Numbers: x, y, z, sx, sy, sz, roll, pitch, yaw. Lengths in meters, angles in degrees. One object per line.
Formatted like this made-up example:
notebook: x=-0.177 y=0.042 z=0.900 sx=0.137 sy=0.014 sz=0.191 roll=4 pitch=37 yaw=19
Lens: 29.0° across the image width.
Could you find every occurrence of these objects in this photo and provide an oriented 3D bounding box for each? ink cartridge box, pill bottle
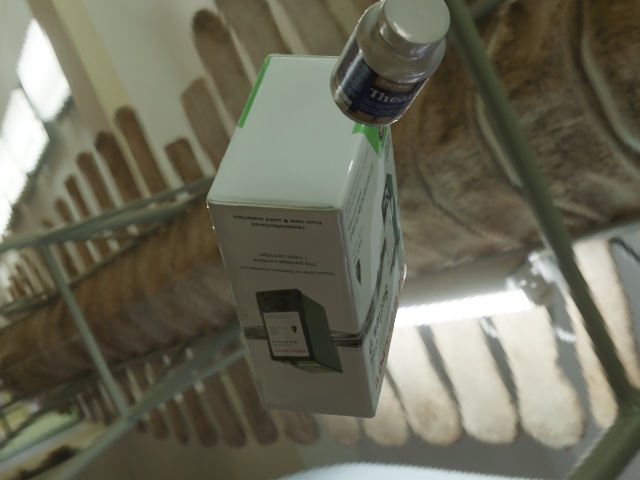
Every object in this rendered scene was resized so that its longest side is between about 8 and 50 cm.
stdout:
ink cartridge box: x=0.000 y=0.000 z=1.178 sx=0.289 sy=0.122 sz=0.211 roll=79 pitch=20 yaw=-45
pill bottle: x=0.053 y=-0.137 z=0.913 sx=0.067 sy=0.067 sz=0.120 roll=60 pitch=-22 yaw=11
